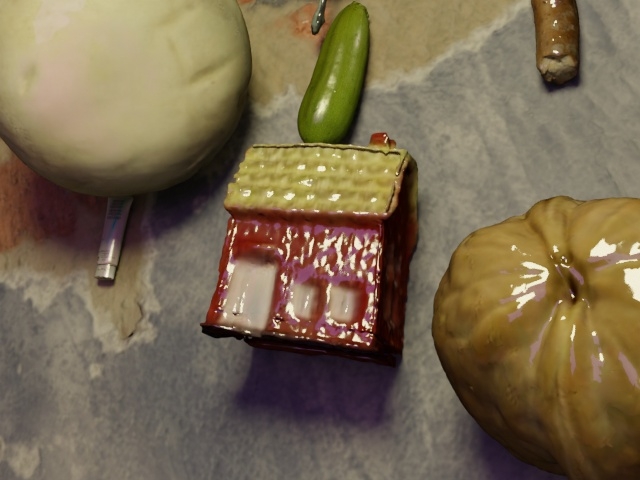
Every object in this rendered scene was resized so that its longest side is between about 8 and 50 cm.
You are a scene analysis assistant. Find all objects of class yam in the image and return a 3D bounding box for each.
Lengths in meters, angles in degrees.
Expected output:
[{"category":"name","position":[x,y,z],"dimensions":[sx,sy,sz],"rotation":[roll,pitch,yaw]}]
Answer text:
[{"category":"yam","position":[0.268,-0.297,1.077],"dimensions":[0.057,0.057,0.241],"rotation":[-5,73,16]}]

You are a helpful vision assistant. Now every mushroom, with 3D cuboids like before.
[{"category":"mushroom","position":[-0.243,-0.233,1.080],"dimensions":[0.315,0.315,0.356],"rotation":[-20,83,11]}]

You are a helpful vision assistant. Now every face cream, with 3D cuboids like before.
[{"category":"face cream","position":[-0.263,-0.006,1.178],"dimensions":[0.038,0.020,0.115],"rotation":[2,73,19]}]

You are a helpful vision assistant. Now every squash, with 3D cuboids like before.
[{"category":"squash","position":[0.021,-0.200,1.125],"dimensions":[0.066,0.066,0.201],"rotation":[9,70,20]}]

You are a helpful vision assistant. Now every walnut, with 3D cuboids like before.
[{"category":"walnut","position":[0.260,0.095,0.846],"dimensions":[0.296,0.285,0.285],"rotation":[-12,70,25]}]

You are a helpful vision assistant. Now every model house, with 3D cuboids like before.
[{"category":"model house","position":[0.000,0.000,1.020],"dimensions":[0.196,0.160,0.254],"rotation":[5,74,19]}]

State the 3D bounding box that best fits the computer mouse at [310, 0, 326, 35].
[{"category":"computer mouse","position":[0.025,-0.433,1.181],"dimensions":[0.167,0.090,0.379],"rotation":[6,82,20]}]
